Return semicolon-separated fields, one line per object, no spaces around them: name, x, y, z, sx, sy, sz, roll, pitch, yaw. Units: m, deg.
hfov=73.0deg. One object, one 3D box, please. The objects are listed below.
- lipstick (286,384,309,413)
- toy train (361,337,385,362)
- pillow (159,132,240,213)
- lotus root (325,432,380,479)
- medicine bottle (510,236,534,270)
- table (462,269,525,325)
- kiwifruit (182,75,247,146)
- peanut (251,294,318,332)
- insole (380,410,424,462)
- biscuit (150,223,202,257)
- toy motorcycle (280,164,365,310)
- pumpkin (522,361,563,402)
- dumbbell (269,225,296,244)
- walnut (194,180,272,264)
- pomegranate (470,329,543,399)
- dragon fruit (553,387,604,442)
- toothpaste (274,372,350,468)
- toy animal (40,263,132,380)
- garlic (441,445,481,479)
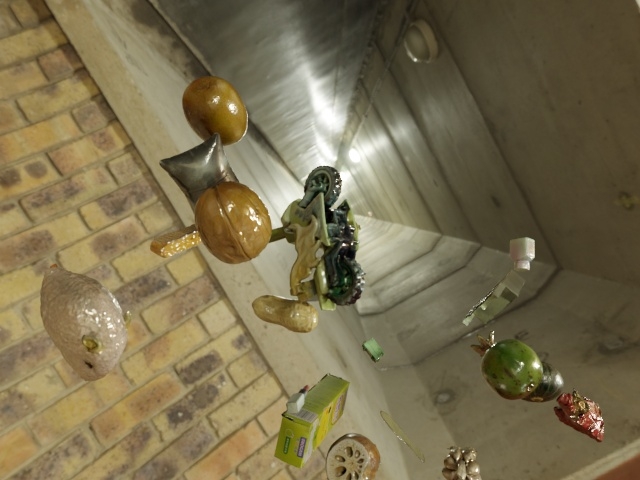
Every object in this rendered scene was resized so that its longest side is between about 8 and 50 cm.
lipstick;-0.045;0.350;0.971;0.025;0.025;0.107;-3;-174;18
toy train;0.202;0.420;1.658;0.056;0.093;0.038;-32;156;-19
pillow;-0.320;-0.162;1.253;0.186;0.249;0.106;-30;-150;-7
lotus root;0.063;0.478;0.927;0.122;0.113;0.081;-69;155;-13
medicine bottle;0.755;0.053;1.619;0.055;0.117;0.074;16;163;-29
table;0.508;0.179;1.265;0.175;0.062;0.146;-31;157;-46
kiwifruit;-0.337;-0.410;1.405;0.196;0.196;0.234;-31;156;-6
peanut;-0.122;0.244;1.478;0.120;0.237;0.110;-65;170;-69
insole;0.296;0.702;1.558;0.005;0.253;0.086;-40;-170;10
biscuit;-0.401;-0.035;1.505;0.094;0.054;0.379;13;-150;43
toy motorcycle;0.000;0.000;1.196;0.169;0.409;0.237;9;148;-38
pumpkin;0.699;0.461;1.413;0.167;0.167;0.125;-28;-136;58
dumbbell;-0.176;-0.015;1.552;0.302;0.108;0.121;-16;162;29
walnut;-0.199;-0.039;0.999;0.168;0.207;0.167;-15;-142;12
pomegranate;0.566;0.378;1.337;0.182;0.181;0.224;-31;-153;-7
dragon fruit;0.732;0.478;1.238;0.092;0.192;0.122;-55;-154;-11
toothpaste;-0.012;0.460;1.139;0.077;0.110;0.327;13;-175;20
toy animal;-0.676;0.223;1.248;0.227;0.358;0.188;-23;-171;28
garlic;0.473;0.763;1.430;0.131;0.127;0.194;10;171;14
